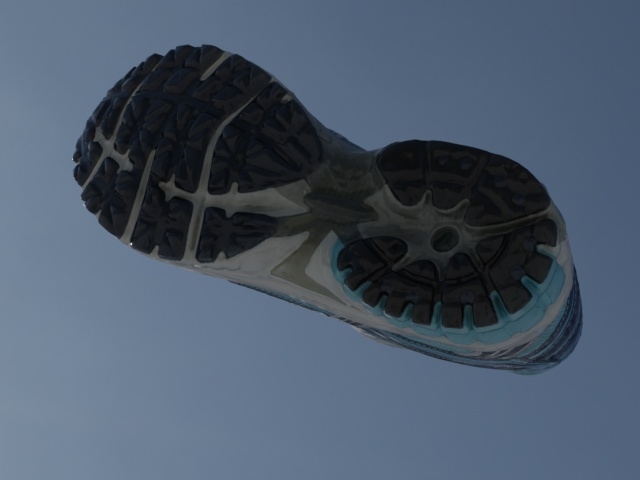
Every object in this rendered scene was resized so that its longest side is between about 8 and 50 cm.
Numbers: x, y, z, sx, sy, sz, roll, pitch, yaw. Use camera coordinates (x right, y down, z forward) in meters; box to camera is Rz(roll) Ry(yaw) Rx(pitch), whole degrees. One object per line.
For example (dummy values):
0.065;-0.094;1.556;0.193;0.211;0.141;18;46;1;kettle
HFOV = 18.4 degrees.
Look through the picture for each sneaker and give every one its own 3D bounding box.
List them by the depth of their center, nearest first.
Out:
0.000;0.000;0.953;0.283;0.110;0.122;25;-14;32;sneaker
